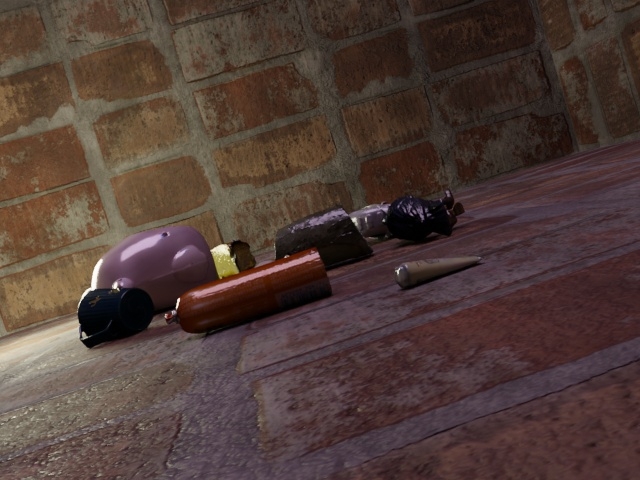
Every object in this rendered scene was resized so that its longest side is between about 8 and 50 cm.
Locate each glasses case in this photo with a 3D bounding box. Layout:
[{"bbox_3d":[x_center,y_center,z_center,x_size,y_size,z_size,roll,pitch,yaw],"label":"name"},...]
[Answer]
[{"bbox_3d":[0.386,-0.088,2.228,0.064,0.041,0.170,-21,5,-43],"label":"glasses case"}]

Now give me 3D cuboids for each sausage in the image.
[{"bbox_3d":[-0.139,0.104,1.268,0.312,0.093,0.093,-18,3,-3],"label":"sausage"}]

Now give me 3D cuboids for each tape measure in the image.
[{"bbox_3d":[0.180,-0.061,2.141,0.197,0.120,0.236,-11,-2,3],"label":"tape measure"}]

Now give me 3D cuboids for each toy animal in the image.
[{"bbox_3d":[0.260,-0.061,1.748,0.185,0.122,0.298,-7,10,-1],"label":"toy animal"}]

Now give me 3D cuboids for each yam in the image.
[{"bbox_3d":[0.000,0.000,1.770,0.254,0.154,0.154,-18,3,14],"label":"yam"}]

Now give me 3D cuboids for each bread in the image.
[{"bbox_3d":[-0.294,0.068,2.428,0.169,0.140,0.160,-18,-3,-26],"label":"bread"}]

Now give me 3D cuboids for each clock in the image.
[{"bbox_3d":[-0.535,0.097,2.122,0.368,0.250,0.376,-15,4,44],"label":"clock"}]

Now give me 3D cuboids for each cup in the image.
[{"bbox_3d":[-0.517,0.192,1.683,0.155,0.131,0.176,-11,36,35],"label":"cup"}]

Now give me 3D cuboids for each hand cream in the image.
[{"bbox_3d":[0.186,0.042,1.079,0.143,0.039,0.061,-13,-1,-18],"label":"hand cream"}]

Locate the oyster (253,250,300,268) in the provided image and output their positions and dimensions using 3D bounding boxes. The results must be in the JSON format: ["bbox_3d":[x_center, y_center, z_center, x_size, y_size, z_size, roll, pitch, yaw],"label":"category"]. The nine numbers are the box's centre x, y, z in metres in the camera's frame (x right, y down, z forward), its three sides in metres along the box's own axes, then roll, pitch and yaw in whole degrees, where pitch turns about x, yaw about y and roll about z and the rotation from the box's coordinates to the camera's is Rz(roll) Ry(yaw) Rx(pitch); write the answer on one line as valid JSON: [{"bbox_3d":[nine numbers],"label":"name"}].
[{"bbox_3d":[-0.131,0.093,1.517,0.223,0.083,0.214,-24,1,-13],"label":"oyster"}]
